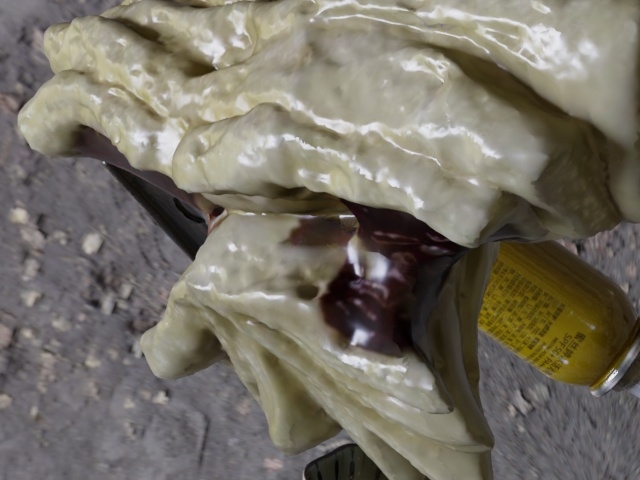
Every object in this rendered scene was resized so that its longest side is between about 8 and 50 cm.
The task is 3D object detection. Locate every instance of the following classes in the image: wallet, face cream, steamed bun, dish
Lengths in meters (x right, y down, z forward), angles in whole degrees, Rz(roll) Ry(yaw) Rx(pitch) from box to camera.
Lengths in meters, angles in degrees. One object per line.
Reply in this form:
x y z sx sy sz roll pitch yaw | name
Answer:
-0.142 -0.026 1.349 0.018 0.082 0.157 -44 84 20 | wallet
0.155 0.027 1.238 0.348 0.105 0.105 35 87 1 | face cream
0.000 0.000 0.736 0.428 0.247 0.189 11 63 46 | steamed bun
0.063 0.269 1.302 0.190 0.190 0.066 27 111 15 | dish
